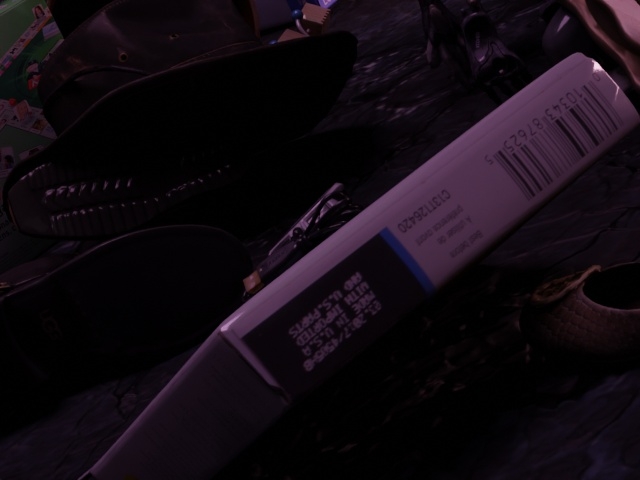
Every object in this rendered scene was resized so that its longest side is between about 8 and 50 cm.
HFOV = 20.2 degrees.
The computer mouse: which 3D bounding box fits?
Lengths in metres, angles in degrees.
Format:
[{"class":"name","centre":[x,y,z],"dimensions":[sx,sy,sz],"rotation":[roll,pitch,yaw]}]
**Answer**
[{"class":"computer mouse","centre":[0.000,0.000,1.267],"dimensions":[0.106,0.042,0.193],"rotation":[-46,1,12]}]

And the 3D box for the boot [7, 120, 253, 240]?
[{"class":"boot","centre":[-0.158,-0.024,1.467],"dimensions":[0.198,0.077,0.137],"rotation":[-12,-15,-18]}]

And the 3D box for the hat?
[{"class":"hat","centre":[-0.137,-0.138,1.532],"dimensions":[0.331,0.134,0.331],"rotation":[-25,-14,-6]}]

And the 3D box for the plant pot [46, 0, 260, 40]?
[{"class":"plant pot","centre":[-0.189,-0.201,1.886],"dimensions":[0.215,0.215,0.230],"rotation":[-30,4,-12]}]

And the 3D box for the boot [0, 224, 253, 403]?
[{"class":"boot","centre":[-0.185,0.038,1.384],"dimensions":[0.263,0.091,0.229],"rotation":[-19,10,-3]}]

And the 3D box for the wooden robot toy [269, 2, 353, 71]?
[{"class":"wooden robot toy","centre":[-0.006,-0.174,1.782],"dimensions":[0.079,0.076,0.173],"rotation":[15,29,7]}]

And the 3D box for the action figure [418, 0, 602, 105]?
[{"class":"action figure","centre":[0.151,-0.206,1.525],"dimensions":[0.164,0.141,0.275],"rotation":[-26,34,6]}]

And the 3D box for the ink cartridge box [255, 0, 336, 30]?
[{"class":"ink cartridge box","centre":[-0.052,-0.307,2.161],"dimensions":[0.311,0.065,0.186],"rotation":[-15,21,35]}]

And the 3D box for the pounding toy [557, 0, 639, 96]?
[{"class":"pounding toy","centre":[0.261,-0.197,1.249],"dimensions":[0.154,0.155,0.269],"rotation":[-33,58,-3]}]

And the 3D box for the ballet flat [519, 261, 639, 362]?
[{"class":"ballet flat","centre":[0.206,0.024,0.957],"dimensions":[0.250,0.058,0.084],"rotation":[-5,27,46]}]

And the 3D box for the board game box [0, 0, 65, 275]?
[{"class":"board game box","centre":[-0.329,-0.065,1.636],"dimensions":[0.046,0.213,0.317],"rotation":[-4,27,47]}]

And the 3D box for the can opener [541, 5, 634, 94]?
[{"class":"can opener","centre":[0.300,-0.200,1.373],"dimensions":[0.283,0.095,0.076],"rotation":[-35,21,-7]}]

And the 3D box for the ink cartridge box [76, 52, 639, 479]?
[{"class":"ink cartridge box","centre":[0.010,0.046,1.074],"dimensions":[0.303,0.072,0.307],"rotation":[-39,-6,-33]}]
